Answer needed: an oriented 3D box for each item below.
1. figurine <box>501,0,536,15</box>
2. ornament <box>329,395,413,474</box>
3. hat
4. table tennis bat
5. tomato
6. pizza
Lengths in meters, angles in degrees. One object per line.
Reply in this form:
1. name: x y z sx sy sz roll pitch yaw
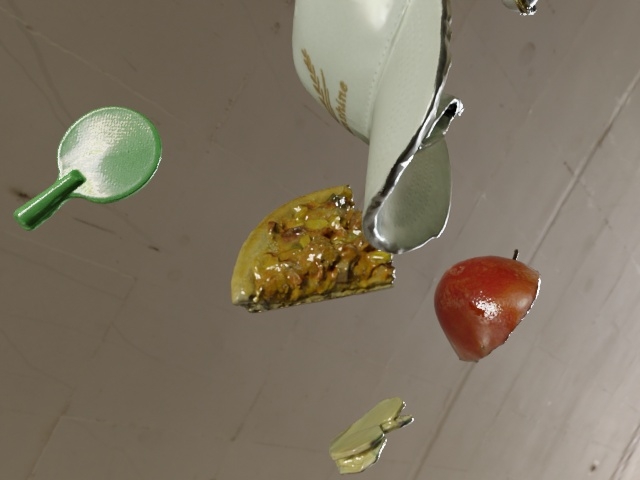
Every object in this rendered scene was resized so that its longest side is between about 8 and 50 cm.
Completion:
1. figurine: 0.510 -0.650 1.369 0.143 0.271 0.143 4 -46 4
2. ornament: 0.078 0.390 1.088 0.180 0.059 0.201 -30 -5 39
3. hat: 0.046 -0.135 0.518 0.258 0.167 0.302 62 -148 -56
4. table tennis bat: -0.368 -0.108 0.869 0.257 0.160 0.039 -42 -12 -11
5. tomato: 0.360 0.138 1.305 0.309 0.170 0.309 -50 -4 -5
6. pizza: -0.035 0.000 0.921 0.268 0.258 0.087 -11 -54 -13
